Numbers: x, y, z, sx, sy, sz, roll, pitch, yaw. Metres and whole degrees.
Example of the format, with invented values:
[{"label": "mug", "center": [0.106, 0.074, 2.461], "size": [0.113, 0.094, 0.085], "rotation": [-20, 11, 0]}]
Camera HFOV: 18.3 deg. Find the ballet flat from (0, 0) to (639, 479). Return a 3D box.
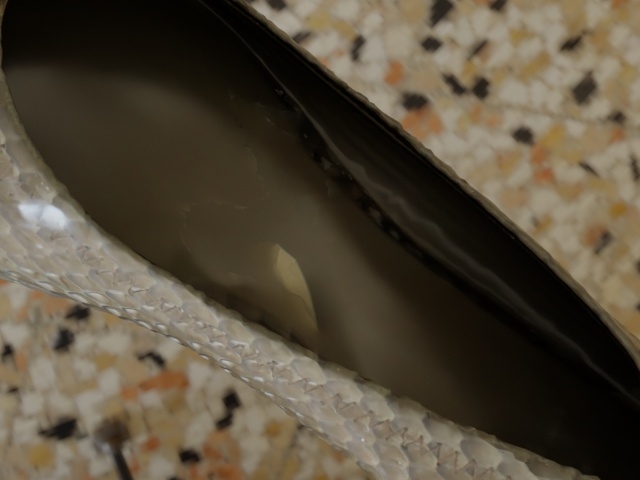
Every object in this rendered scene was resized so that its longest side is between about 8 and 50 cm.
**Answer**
[{"label": "ballet flat", "center": [0.000, 0.000, 0.364], "size": [0.250, 0.058, 0.084], "rotation": [41, 54, -4]}]
